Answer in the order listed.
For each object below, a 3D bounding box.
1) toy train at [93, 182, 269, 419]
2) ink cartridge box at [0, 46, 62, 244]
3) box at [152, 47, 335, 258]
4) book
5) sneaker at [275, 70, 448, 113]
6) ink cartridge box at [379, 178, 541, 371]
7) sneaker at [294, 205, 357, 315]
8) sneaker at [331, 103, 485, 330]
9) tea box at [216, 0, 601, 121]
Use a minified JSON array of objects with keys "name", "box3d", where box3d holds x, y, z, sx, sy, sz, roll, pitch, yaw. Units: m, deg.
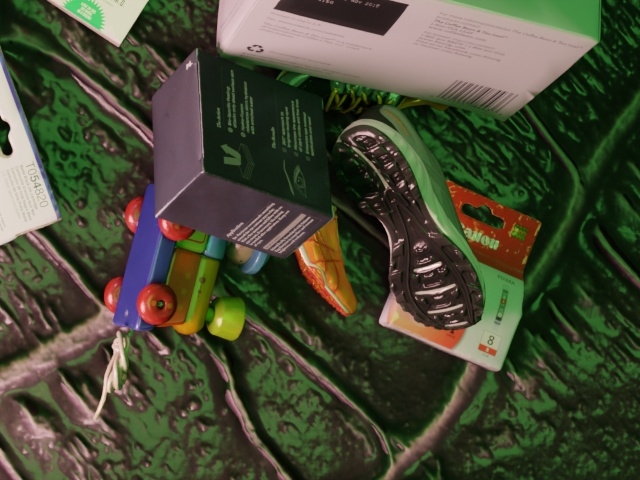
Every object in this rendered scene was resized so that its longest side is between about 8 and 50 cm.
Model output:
[{"name":"toy train","box3d":[-0.143,0.076,1.673,0.143,0.105,0.248,16,86,-30]},{"name":"ink cartridge box","box3d":[-0.400,-0.084,1.613,0.224,0.045,0.223,-20,97,-17]},{"name":"box","box3d":[-0.080,-0.086,1.625,0.158,0.093,0.156,19,49,-31]},{"name":"book","box3d":[-0.211,-0.288,1.680,0.096,0.035,0.144,32,83,-11]},{"name":"sneaker","box3d":[0.049,-0.167,1.721,0.215,0.084,0.083,-13,72,-17]},{"name":"ink cartridge box","box3d":[0.163,0.037,1.789,0.145,0.045,0.179,23,86,-16]},{"name":"sneaker","box3d":[0.000,0.000,1.727,0.067,0.064,0.175,-29,99,-11]},{"name":"sneaker","box3d":[0.108,-0.024,1.698,0.100,0.108,0.271,-14,115,27]},{"name":"tea box","box3d":[0.091,-0.333,1.631,0.329,0.220,0.323,12,69,-17]}]
